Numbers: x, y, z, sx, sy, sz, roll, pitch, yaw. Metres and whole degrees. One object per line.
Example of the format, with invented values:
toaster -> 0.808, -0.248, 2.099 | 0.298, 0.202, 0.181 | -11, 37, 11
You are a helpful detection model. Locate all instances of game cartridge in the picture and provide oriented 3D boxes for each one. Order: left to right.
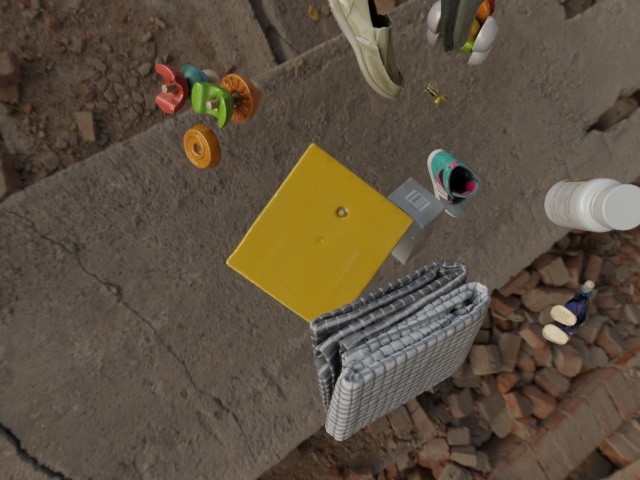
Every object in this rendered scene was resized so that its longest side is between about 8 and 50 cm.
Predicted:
game cartridge -> 0.000, 0.000, 0.912 | 0.285, 0.053, 0.324 | 37, 93, -6

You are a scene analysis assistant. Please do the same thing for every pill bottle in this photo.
pill bottle -> 0.673, -0.088, 1.019 | 0.131, 0.229, 0.131 | 0, 98, 1

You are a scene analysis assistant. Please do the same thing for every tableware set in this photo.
tableware set -> 0.419, -0.518, 1.480 | 0.104, 0.154, 0.024 | 38, 121, -4

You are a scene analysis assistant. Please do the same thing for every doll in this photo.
doll -> 0.469, 0.131, 0.763 | 0.188, 0.046, 0.129 | -6, 116, -47

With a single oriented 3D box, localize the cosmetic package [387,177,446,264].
cosmetic package -> 0.237, -0.045, 1.124 | 0.107, 0.238, 0.127 | -39, 69, -21

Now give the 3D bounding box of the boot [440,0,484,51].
boot -> 0.218, -0.305, 0.443 | 0.161, 0.246, 0.084 | 2, 71, 10

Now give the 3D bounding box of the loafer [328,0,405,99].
loafer -> 0.119, -0.428, 0.887 | 0.268, 0.092, 0.102 | 48, 42, -31

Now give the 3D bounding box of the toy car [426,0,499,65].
toy car -> 0.342, -0.509, 0.958 | 0.159, 0.182, 0.136 | 30, 99, 11

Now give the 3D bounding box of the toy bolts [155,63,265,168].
toy bolts -> -0.251, -0.305, 0.955 | 0.228, 0.218, 0.158 | 38, 42, 16

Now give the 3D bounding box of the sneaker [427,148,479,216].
sneaker -> 0.498, -0.180, 1.485 | 0.123, 0.178, 0.296 | -32, 122, 2

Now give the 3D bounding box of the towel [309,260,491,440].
towel -> 0.117, 0.174, 0.663 | 0.283, 0.235, 0.121 | -23, 51, -19
